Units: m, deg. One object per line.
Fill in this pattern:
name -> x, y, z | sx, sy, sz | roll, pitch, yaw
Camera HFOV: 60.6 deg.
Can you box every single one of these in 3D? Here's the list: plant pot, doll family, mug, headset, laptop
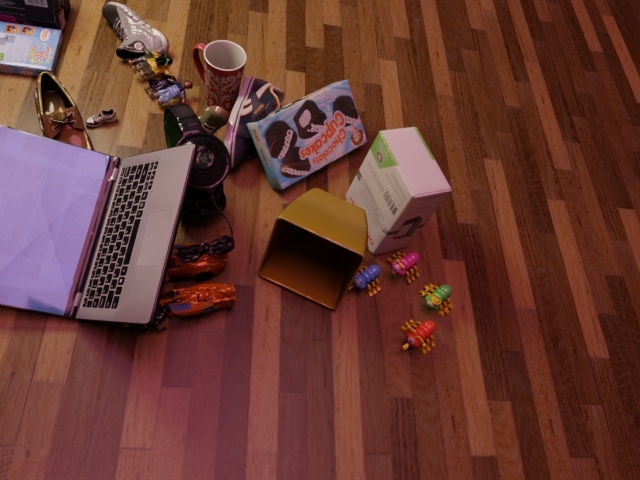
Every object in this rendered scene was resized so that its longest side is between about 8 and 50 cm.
plant pot -> 0.000, 0.000, 1.309 | 0.212, 0.212, 0.187 | 25, 45, 0
doll family -> -0.438, -0.457, 1.522 | 0.111, 0.076, 0.192 | -33, 98, -26
mug -> -0.277, -0.462, 1.518 | 0.113, 0.169, 0.150 | -21, 67, -24
headset -> -0.306, -0.132, 1.270 | 0.185, 0.243, 0.394 | -19, 65, -23
laptop -> -0.507, -0.046, 1.108 | 0.236, 0.408, 0.381 | 29, 64, -50

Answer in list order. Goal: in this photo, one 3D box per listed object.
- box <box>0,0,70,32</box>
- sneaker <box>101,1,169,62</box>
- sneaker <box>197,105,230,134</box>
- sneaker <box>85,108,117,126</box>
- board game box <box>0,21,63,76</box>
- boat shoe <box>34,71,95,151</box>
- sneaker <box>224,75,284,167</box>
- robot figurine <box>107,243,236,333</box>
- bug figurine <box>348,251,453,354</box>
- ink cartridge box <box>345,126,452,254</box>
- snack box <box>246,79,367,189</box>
box -> -0.842, -0.689, 1.505 | 0.248, 0.163, 0.142 | 4, 61, -13
sneaker -> -0.562, -0.588, 1.569 | 0.229, 0.086, 0.132 | 33, 60, 4
sneaker -> -0.297, -0.282, 1.412 | 0.064, 0.192, 0.086 | 28, 75, -30
sneaker -> -0.578, -0.326, 1.438 | 0.083, 0.037, 0.031 | -26, 71, -25
board game box -> -0.828, -0.522, 1.486 | 0.212, 0.039, 0.160 | 4, 60, -12
boat shoe -> -0.644, -0.283, 1.355 | 0.111, 0.104, 0.307 | -24, 69, -26
sneaker -> -0.176, -0.323, 1.488 | 0.128, 0.126, 0.320 | 12, 57, -2
robot figurine -> -0.345, 0.093, 1.224 | 0.291, 0.085, 0.210 | -6, 60, -18
bug figurine -> 0.212, 0.132, 1.356 | 0.216, 0.072, 0.279 | -36, 74, -29
ink cartridge box -> 0.184, -0.119, 1.377 | 0.115, 0.272, 0.198 | -12, 65, -24
snack box -> -0.027, -0.291, 1.487 | 0.322, 0.060, 0.187 | -33, 115, -28
